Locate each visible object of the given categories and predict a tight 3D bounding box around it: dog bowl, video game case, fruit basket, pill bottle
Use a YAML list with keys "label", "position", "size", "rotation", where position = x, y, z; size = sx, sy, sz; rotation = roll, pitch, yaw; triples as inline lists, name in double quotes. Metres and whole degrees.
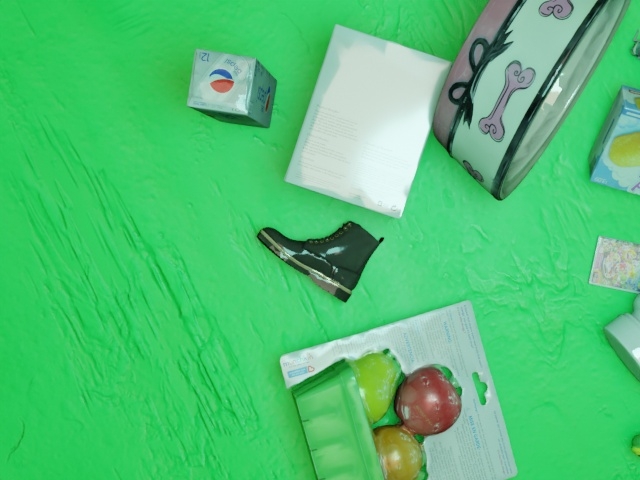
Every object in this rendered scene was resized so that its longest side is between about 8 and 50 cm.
- label: "dog bowl"
  position: [0.326, -0.272, 1.411]
  size: [0.150, 0.408, 0.408]
  rotation: [32, 93, 15]
- label: "video game case"
  position: [0.542, 0.046, 1.591]
  size: [0.122, 0.011, 0.087]
  rotation: [11, 92, 2]
- label: "fruit basket"
  position: [0.136, 0.305, 1.569]
  size: [0.353, 0.165, 0.327]
  rotation: [-17, 92, -13]
- label: "pill bottle"
  position: [0.634, 0.120, 1.514]
  size: [0.283, 0.161, 0.161]
  rotation: [-36, 90, 3]

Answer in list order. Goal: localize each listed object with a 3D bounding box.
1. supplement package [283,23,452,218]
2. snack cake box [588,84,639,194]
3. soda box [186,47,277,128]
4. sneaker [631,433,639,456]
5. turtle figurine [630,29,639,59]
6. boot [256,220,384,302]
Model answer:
- label: "supplement package"
  position: [0.080, -0.190, 1.509]
  size: [0.199, 0.198, 0.263]
  rotation: [19, 93, 2]
- label: "snack cake box"
  position: [0.603, -0.144, 1.509]
  size: [0.264, 0.089, 0.152]
  rotation: [16, 128, 2]
- label: "soda box"
  position: [-0.139, -0.242, 1.472]
  size: [0.098, 0.286, 0.091]
  rotation: [9, 94, 3]
- label: "sneaker"
  position: [0.669, 0.294, 1.562]
  size: [0.295, 0.109, 0.124]
  rotation: [-27, 68, 5]
- label: "turtle figurine"
  position: [0.620, -0.326, 1.526]
  size: [0.175, 0.118, 0.234]
  rotation: [-6, 102, 13]
- label: "boot"
  position: [0.000, 0.000, 1.589]
  size: [0.198, 0.077, 0.137]
  rotation: [35, 89, -12]
